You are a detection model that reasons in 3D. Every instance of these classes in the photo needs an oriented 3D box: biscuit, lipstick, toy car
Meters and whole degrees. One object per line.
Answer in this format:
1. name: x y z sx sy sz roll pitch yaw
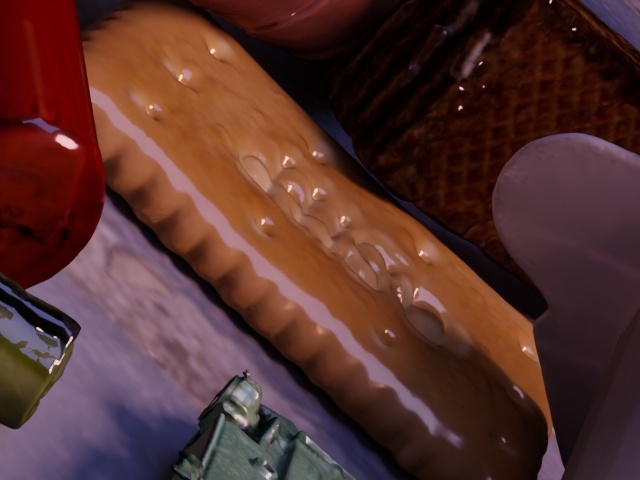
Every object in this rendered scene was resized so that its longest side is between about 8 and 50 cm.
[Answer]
1. biscuit: 0.001 -0.001 0.783 0.249 0.030 0.160 44 23 -4
2. lipstick: -0.120 -0.093 0.682 0.073 0.073 0.280 30 27 -33
3. biscuit: 0.164 -0.005 0.931 0.388 0.107 0.073 32 20 -39
4. toy car: -0.017 0.097 0.561 0.093 0.058 0.186 43 11 -4

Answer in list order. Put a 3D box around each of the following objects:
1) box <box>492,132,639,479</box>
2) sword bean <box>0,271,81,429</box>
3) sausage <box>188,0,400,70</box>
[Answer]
1. box: 0.155 0.094 0.650 0.291 0.262 0.206 39 34 1
2. sword bean: -0.178 -0.038 0.536 0.269 0.038 0.043 39 29 -12
3. sausage: -0.015 -0.125 0.828 0.088 0.088 0.433 54 13 19
